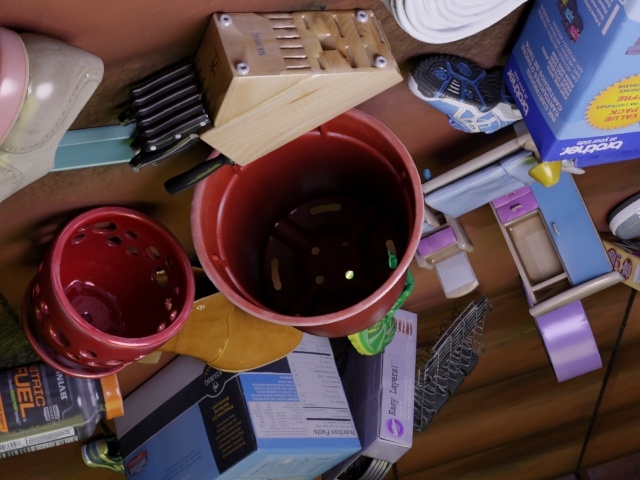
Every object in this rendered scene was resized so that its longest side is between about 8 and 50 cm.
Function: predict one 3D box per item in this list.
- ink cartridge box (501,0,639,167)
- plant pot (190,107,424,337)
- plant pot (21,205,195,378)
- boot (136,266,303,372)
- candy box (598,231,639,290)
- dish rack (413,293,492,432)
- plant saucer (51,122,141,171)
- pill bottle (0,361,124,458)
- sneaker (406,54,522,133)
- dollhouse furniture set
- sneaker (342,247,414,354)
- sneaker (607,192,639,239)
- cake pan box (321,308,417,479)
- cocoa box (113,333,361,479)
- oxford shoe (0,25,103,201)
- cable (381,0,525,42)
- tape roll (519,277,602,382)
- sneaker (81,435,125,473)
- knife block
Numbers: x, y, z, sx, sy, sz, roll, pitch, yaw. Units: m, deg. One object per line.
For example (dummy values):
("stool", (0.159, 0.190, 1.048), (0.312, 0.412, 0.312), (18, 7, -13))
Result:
("ink cartridge box", (0.384, -0.234, 1.551), (0.270, 0.151, 0.395), (-9, 152, -18))
("plant pot", (0.000, 0.000, 1.695), (0.272, 0.272, 0.265), (-19, 163, 2))
("plant pot", (-0.275, 0.076, 1.731), (0.191, 0.191, 0.174), (-3, 157, -29))
("boot", (-0.143, 0.108, 1.983), (0.295, 0.104, 0.211), (-4, 152, -19))
("candy box", (0.516, 0.039, 2.192), (0.109, 0.187, 0.053), (1, 108, -35))
("dish rack", (0.209, 0.205, 2.355), (0.208, 0.074, 0.271), (-49, 158, -25))
("plant saucer", (-0.294, -0.100, 1.554), (0.192, 0.018, 0.067), (-9, 154, -19))
("pill bottle", (-0.423, 0.249, 2.057), (0.246, 0.130, 0.130), (-12, 155, -12))
("sneaker", (0.176, -0.166, 1.652), (0.211, 0.080, 0.081), (9, 143, -44))
("dollhouse furniture set", (0.238, -0.006, 1.826), (0.286, 0.198, 0.303), (-26, 164, 17))
("sneaker", (0.089, 0.093, 2.097), (0.124, 0.109, 0.295), (-16, 155, 5))
("sneaker", (0.618, -0.012, 2.145), (0.296, 0.178, 0.124), (-18, 155, 2))
("cake pan box", (0.080, 0.279, 2.295), (0.070, 0.266, 0.245), (16, 142, -15))
("cocoa box", (-0.145, 0.312, 2.252), (0.231, 0.228, 0.347), (7, 146, -42))
("oxford shoe", (-0.357, -0.069, 1.436), (0.147, 0.140, 0.397), (0, 150, -40))
("cable", (0.157, -0.301, 1.266), (0.257, 0.089, 0.257), (-39, 157, -3))
("tape roll", (0.405, 0.139, 2.306), (0.080, 0.189, 0.189), (-20, 155, 5))
("sneaker", (-0.364, 0.386, 2.473), (0.059, 0.053, 0.144), (-34, 152, 27))
("knife block", (-0.077, -0.145, 1.513), (0.276, 0.088, 0.242), (-6, 152, -24))
